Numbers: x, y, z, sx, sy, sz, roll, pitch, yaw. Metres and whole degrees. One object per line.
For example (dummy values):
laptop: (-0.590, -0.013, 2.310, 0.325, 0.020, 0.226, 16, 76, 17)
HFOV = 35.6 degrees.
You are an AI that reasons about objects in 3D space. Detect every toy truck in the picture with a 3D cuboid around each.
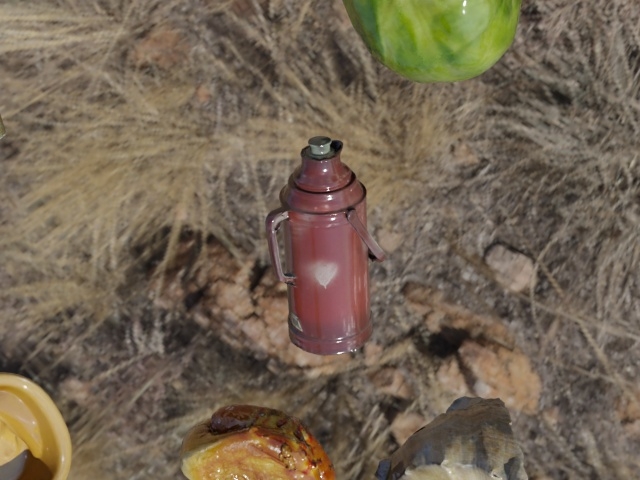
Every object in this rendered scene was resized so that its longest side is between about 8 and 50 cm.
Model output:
toy truck: (-0.470, 0.289, 1.215, 0.211, 0.288, 0.204, -17, 103, 53)

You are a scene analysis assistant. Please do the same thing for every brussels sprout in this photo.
brussels sprout: (0.119, -0.323, 1.188, 0.210, 0.219, 0.271, -18, 123, 39)

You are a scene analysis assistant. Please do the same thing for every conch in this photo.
conch: (0.199, 0.358, 1.511, 0.186, 0.324, 0.263, 26, 133, -27)

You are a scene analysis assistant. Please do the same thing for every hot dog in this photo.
hot dog: (-0.087, 0.349, 1.598, 0.256, 0.150, 0.153, 33, 99, -16)

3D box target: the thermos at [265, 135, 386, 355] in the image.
thermos: (0.001, 0.002, 1.031, 0.099, 0.124, 0.232, 36, 140, 46)

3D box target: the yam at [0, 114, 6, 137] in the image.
yam: (-0.574, -0.232, 1.681, 0.054, 0.054, 0.132, 3, 120, 31)
